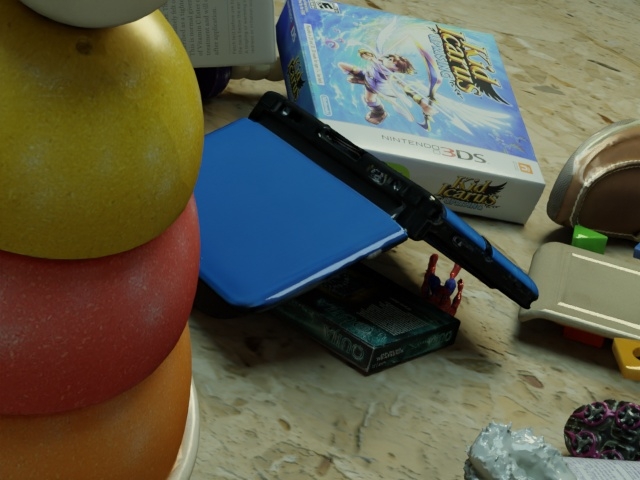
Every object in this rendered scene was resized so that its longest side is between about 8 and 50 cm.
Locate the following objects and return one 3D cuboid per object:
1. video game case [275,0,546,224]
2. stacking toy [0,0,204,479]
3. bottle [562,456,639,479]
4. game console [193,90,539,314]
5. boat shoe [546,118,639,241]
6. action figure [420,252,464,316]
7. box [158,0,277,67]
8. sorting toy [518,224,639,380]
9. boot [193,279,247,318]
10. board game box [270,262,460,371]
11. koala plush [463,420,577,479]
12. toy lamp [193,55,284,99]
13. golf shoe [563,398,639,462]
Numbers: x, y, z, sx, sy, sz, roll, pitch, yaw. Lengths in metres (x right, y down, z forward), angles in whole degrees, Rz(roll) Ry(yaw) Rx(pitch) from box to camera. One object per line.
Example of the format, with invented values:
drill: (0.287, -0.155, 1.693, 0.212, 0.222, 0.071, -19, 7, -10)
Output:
video game case: (0.089, -0.143, 1.922, 0.244, 0.061, 0.269, 10, 39, -19)
stacking toy: (-0.182, -0.056, 1.081, 0.350, 0.480, 0.350, 15, 37, -12)
bottle: (0.239, 0.209, 1.279, 0.283, 0.092, 0.118, 6, 29, -22)
game console: (0.000, 0.000, 1.604, 0.250, 0.173, 0.293, 38, 1, -38)
boat shoe: (0.367, -0.053, 1.915, 0.324, 0.123, 0.116, -10, 36, -42)
action figure: (0.109, 0.043, 1.656, 0.038, 0.030, 0.115, 20, 25, -2)
box: (-0.223, -0.286, 1.907, 0.345, 0.168, 0.215, -2, 25, -2)
sorting toy: (0.282, 0.068, 1.684, 0.196, 0.047, 0.348, 12, 21, 7)
boot: (-0.110, 0.024, 1.559, 0.106, 0.037, 0.114, 10, 19, -16)
board game box: (0.011, 0.049, 1.581, 0.186, 0.026, 0.126, 31, 27, 32)
koala plush: (0.168, 0.221, 1.117, 0.221, 0.196, 0.203, 15, 12, 1)
toy lamp: (-0.012, -0.189, 2.037, 0.274, 0.080, 0.080, -4, 30, -34)
golf shoe: (0.276, 0.180, 1.425, 0.186, 0.067, 0.086, 18, -18, 29)
